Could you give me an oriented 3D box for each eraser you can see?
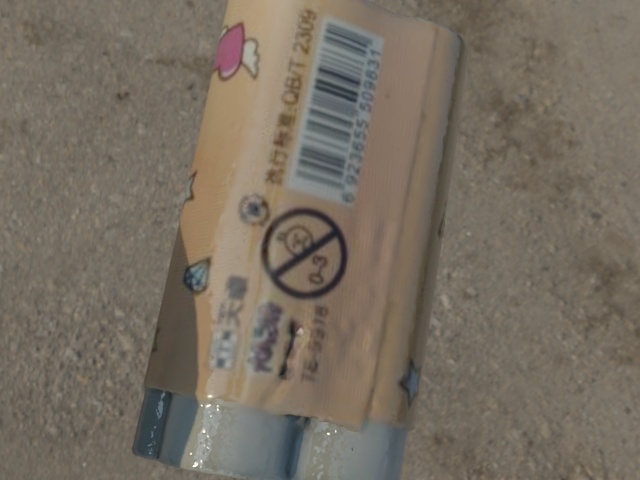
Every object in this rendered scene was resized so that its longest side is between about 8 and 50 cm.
[{"bbox_3d":[0.000,0.000,0.545,0.171,0.087,0.290,14,77,-20],"label":"eraser"}]
